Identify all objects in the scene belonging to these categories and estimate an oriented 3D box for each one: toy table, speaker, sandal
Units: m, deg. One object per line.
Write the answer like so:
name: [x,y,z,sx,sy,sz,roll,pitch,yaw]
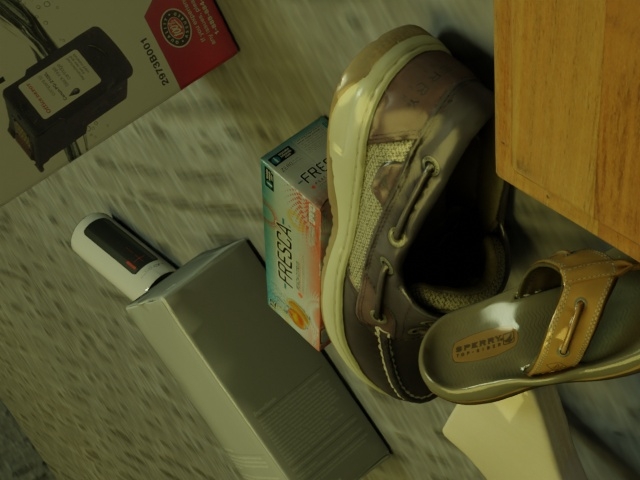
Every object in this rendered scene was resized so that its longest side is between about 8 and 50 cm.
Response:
toy table: [0.121,0.183,0.732,0.161,0.252,0.274,36,120,14]
speaker: [-0.199,0.025,1.303,0.136,0.055,0.055,35,151,36]
sandal: [0.117,0.033,0.617,0.180,0.072,0.049,-23,138,32]

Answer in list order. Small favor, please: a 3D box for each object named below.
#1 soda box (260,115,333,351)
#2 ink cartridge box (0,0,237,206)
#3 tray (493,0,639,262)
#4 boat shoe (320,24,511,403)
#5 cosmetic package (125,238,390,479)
soda box: [0.000,0.000,0.894,0.063,0.058,0.183,42,154,25]
ink cartridge box: [-0.202,-0.141,0.843,0.100,0.237,0.172,13,135,56]
tray: [0.148,-0.137,0.408,0.203,0.076,0.410,36,151,34]
boat shoe: [0.064,0.010,0.740,0.092,0.103,0.285,41,149,36]
cosmetic package: [-0.060,0.124,1.130,0.238,0.107,0.127,60,156,-9]
